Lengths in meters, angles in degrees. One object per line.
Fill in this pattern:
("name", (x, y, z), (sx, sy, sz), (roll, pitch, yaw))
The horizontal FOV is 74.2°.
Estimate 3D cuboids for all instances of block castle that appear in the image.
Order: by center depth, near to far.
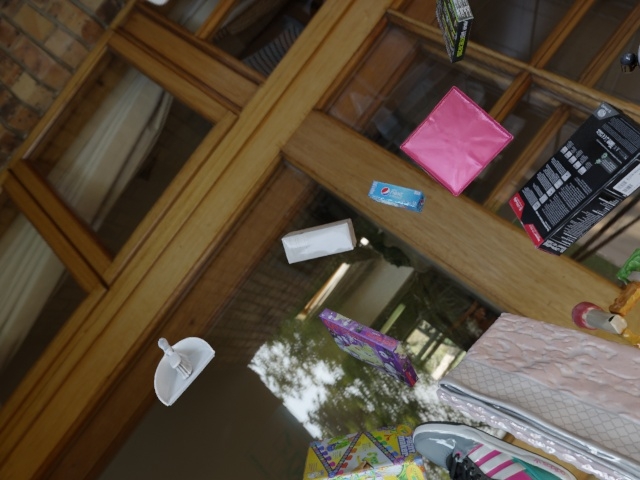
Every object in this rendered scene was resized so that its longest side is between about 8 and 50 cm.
("block castle", (1.001, 0.144, 1.232), (0.303, 0.453, 0.213), (36, -179, 3))

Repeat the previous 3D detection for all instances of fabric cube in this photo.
("fabric cube", (0.449, -0.334, 1.459), (0.254, 0.259, 0.258), (42, -163, -1))

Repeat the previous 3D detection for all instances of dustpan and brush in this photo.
("dustpan and brush", (-0.338, 0.272, 0.983), (0.060, 0.147, 0.211), (48, 161, -22))

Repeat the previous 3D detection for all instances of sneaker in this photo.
("sneaker", (0.287, 0.453, 0.757), (0.296, 0.123, 0.178), (9, -150, 31))

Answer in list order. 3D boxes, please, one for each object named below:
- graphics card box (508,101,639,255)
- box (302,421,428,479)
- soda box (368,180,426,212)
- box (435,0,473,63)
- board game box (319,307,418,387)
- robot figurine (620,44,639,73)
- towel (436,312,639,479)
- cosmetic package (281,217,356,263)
("graphics card box", (0.709, -0.162, 1.156), (0.094, 0.370, 0.232), (20, -143, -15))
("box", (0.133, 0.643, 1.026), (0.177, 0.280, 0.289), (-33, -70, -84))
("soda box", (0.299, -0.172, 1.659), (0.210, 0.067, 0.071), (19, 175, 32))
("box", (0.369, -0.632, 1.183), (0.184, 0.045, 0.190), (53, -156, -74))
("board game box", (0.159, 0.363, 1.462), (0.347, 0.056, 0.208), (15, 139, 48))
("robot figurine", (0.980, -0.514, 1.162), (0.278, 0.209, 0.173), (-5, -125, -49))
("towel", (0.420, 0.242, 0.734), (0.332, 0.053, 0.317), (14, -153, 43))
("cosmetic package", (0.000, 0.000, 1.490), (0.127, 0.238, 0.107), (-53, -54, -77))
